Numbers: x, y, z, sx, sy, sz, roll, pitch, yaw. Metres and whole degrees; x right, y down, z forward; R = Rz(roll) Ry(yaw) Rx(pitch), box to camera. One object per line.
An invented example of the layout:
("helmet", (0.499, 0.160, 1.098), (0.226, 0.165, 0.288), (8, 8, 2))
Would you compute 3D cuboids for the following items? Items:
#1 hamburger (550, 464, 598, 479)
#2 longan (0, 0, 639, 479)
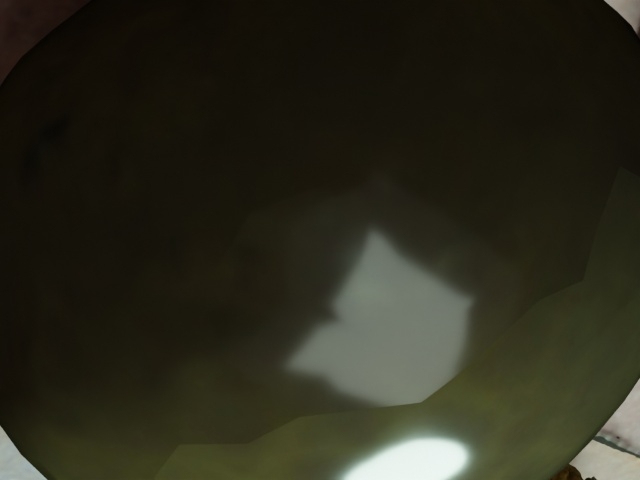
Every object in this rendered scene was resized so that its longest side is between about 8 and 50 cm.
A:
("hamburger", (0.085, 0.269, 1.363), (0.260, 0.144, 0.283), (0, 122, -16))
("longan", (0.000, 0.000, 0.991), (0.405, 0.336, 0.404), (-18, 169, -4))
